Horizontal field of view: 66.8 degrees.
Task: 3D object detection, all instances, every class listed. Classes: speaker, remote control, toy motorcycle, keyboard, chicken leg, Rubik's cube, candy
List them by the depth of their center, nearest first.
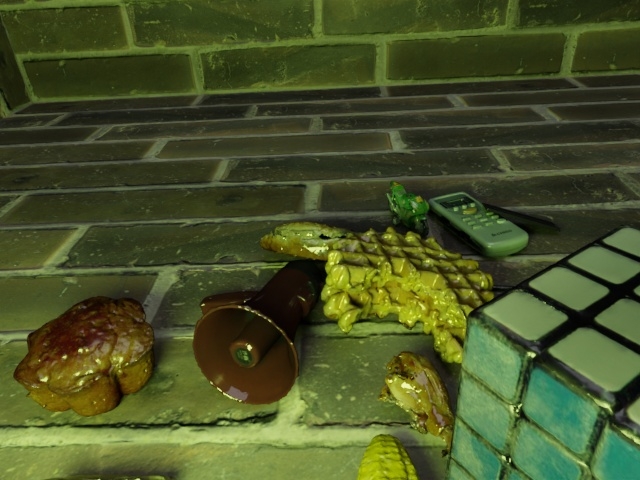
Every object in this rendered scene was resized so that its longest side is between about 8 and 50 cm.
[{"bbox_3d":[0.392,0.230,0.571,0.344,0.344,0.337,-23,37,-27],"label":"Rubik's cube"},{"bbox_3d":[0.093,0.346,0.652,0.106,0.094,0.199,-2,24,4],"label":"candy"},{"bbox_3d":[0.166,0.262,0.785,0.101,0.085,0.207,11,27,-28],"label":"chicken leg"},{"bbox_3d":[-0.123,0.166,0.967,0.259,0.198,0.329,-35,7,19],"label":"speaker"},{"bbox_3d":[0.533,-0.063,1.294,0.202,0.011,0.067,16,21,-1],"label":"keyboard"},{"bbox_3d":[0.412,-0.049,1.301,0.140,0.056,0.296,-15,32,-15],"label":"remote control"},{"bbox_3d":[0.242,-0.088,1.335,0.074,0.106,0.190,-15,34,-20],"label":"toy motorcycle"}]

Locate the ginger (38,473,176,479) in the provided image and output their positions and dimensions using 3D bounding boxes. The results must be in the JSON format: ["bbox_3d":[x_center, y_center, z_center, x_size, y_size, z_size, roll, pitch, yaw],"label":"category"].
[{"bbox_3d":[-0.296,0.374,0.657,0.193,0.115,0.122,-3,52,-13],"label":"ginger"}]

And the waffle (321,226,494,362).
[{"bbox_3d":[0.166,0.096,0.962,0.324,0.151,0.261,18,31,5],"label":"waffle"}]

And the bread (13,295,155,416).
[{"bbox_3d":[-0.428,0.205,0.890,0.232,0.135,0.247,-25,38,-31],"label":"bread"}]

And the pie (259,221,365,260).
[{"bbox_3d":[0.000,0.001,1.171,0.308,0.085,0.308,6,2,0],"label":"pie"}]

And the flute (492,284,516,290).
[{"bbox_3d":[0.352,0.105,1.094,0.270,0.014,0.014,2,32,8],"label":"flute"}]
